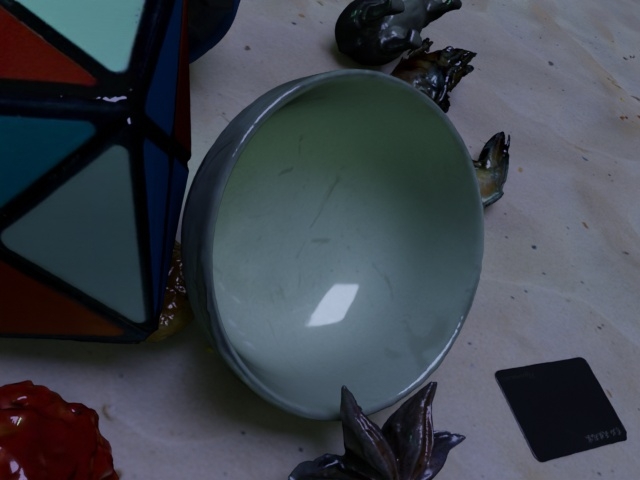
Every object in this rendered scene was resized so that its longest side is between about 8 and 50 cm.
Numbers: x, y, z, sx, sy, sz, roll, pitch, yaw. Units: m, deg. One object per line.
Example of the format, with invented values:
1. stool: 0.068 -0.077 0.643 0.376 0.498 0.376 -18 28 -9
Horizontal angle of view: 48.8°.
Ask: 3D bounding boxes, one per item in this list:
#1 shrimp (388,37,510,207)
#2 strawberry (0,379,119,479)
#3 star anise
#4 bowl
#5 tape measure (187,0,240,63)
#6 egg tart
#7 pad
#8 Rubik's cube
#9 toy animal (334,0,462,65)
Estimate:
1. shrimp: 0.190 -0.171 1.034 0.233 0.071 0.365 37 48 -1
2. strawberry: -0.248 0.208 0.416 0.265 0.149 0.336 32 44 0
3. star anise: 0.058 0.206 0.618 0.205 0.061 0.180 -4 95 -32
4. bowl: 0.000 0.000 0.669 0.307 0.163 0.307 -5 99 -31
5. tape measure: -0.211 -0.327 0.799 0.262 0.259 0.138 34 42 -39
6. egg tart: -0.174 0.042 0.661 0.130 0.052 0.130 15 50 -18
7. pad: 0.284 0.193 0.826 0.157 0.003 0.112 -2 55 -31
8. Rubik's cube: -0.238 -0.086 0.556 0.250 0.246 0.248 3 45 -6
9. toy animal: 0.140 -0.386 1.127 0.106 0.168 0.343 59 37 -24
